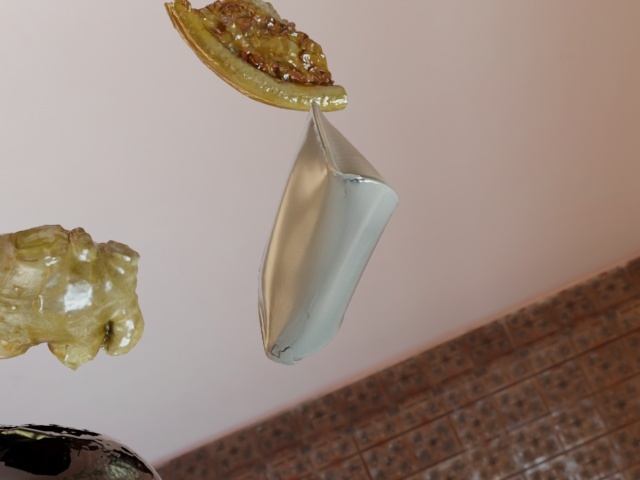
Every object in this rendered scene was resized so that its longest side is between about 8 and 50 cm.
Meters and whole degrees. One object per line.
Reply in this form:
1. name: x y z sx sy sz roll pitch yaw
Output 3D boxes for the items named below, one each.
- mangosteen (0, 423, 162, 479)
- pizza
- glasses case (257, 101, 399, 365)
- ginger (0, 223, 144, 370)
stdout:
1. mangosteen: -0.199 0.232 0.679 0.216 0.216 0.216 156 -90 -88
2. pizza: -0.079 -0.254 1.309 0.271 0.134 0.056 39 -16 -1
3. glasses case: -0.001 -0.002 1.012 0.308 0.083 0.128 112 -35 -48
4. ginger: -0.287 0.053 0.993 0.102 0.216 0.157 -112 -155 -54
